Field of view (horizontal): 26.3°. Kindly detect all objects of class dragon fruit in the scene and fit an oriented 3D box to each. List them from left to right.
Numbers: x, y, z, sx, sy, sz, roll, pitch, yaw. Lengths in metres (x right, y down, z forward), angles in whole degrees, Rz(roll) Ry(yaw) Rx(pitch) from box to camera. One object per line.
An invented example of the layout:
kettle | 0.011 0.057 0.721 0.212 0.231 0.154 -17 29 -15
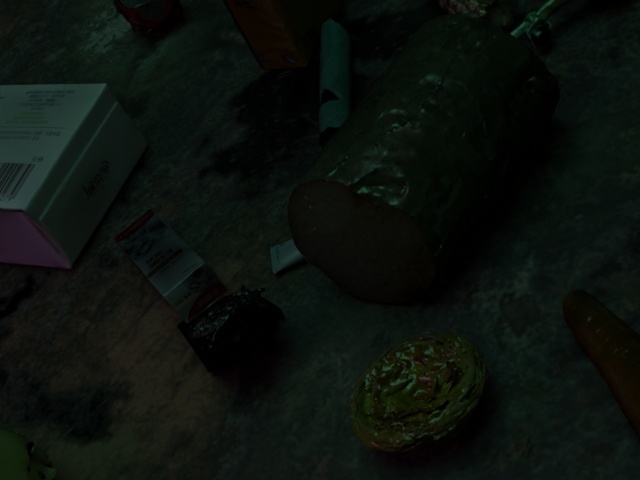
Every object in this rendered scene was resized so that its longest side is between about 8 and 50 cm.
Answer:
dragon fruit | -0.213 -0.289 1.728 0.083 0.060 0.056 -22 43 -2

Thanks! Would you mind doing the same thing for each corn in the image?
corn | 0.146 -0.297 1.505 0.079 0.079 0.237 -33 44 1

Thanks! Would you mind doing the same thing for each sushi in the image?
sushi | -0.080 0.079 1.279 0.084 0.056 0.083 -36 6 -11

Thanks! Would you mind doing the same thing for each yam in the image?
yam | 0.098 -0.083 1.271 0.161 0.161 0.268 17 59 41

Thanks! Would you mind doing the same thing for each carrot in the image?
carrot | 0.244 0.101 1.082 0.061 0.061 0.210 -31 37 2

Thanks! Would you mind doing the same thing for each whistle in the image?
whistle | 0.017 -0.172 1.491 0.039 0.039 0.186 -16 44 18

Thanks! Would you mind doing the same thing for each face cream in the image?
face cream | 0.000 0.000 1.353 0.115 0.020 0.038 -24 43 15

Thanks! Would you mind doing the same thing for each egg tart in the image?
egg tart | 0.086 0.132 1.154 0.128 0.049 0.129 -21 37 17

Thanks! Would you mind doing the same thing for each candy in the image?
candy | 0.217 -0.228 1.402 0.287 0.084 0.078 -39 46 5

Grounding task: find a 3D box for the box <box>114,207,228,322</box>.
box | -0.152 0.022 1.367 0.055 0.039 0.218 -40 25 -7

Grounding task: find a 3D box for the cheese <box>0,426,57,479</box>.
cheese | -0.383 0.274 1.253 0.315 0.128 0.260 -19 41 13

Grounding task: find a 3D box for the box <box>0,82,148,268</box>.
box | -0.358 -0.079 1.582 0.260 0.111 0.194 3 52 37

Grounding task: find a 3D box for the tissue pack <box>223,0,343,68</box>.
tissue pack | -0.049 -0.293 1.550 0.082 0.169 0.120 6 54 32
